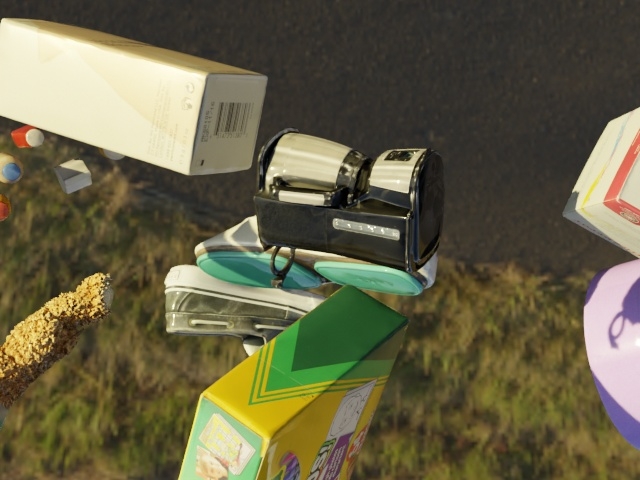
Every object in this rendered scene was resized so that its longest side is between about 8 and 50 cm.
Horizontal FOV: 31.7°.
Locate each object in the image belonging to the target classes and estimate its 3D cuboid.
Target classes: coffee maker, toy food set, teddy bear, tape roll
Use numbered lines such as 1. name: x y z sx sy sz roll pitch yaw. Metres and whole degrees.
1. coffee maker: 0.035 -0.026 1.171 0.178 0.120 0.171 12 138 23
2. toy food set: -0.383 -0.113 1.606 0.232 0.111 0.104 -24 -164 -18
3. teddy bear: -0.516 0.172 2.073 0.338 0.245 0.113 -40 104 0
4. tape roll: 0.485 0.162 1.624 0.090 0.275 0.275 -19 145 36

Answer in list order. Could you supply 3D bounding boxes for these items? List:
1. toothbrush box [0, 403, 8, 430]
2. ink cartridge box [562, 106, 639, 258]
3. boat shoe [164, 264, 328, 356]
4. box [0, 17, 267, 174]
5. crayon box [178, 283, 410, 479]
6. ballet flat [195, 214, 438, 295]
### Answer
1. toothbrush box: -0.576 0.234 1.630 0.216 0.126 0.295 45 170 -9
2. ink cartridge box: 0.357 -0.057 1.177 0.128 0.127 0.176 29 174 -4
3. boat shoe: -0.092 0.131 1.751 0.335 0.119 0.121 14 166 -23
4. box: -0.238 -0.179 1.379 0.311 0.121 0.148 18 -165 23
5. crayon box: -0.052 0.274 1.378 0.106 0.313 0.363 30 124 19
6. ballet flat: 0.000 0.000 1.566 0.400 0.139 0.139 1 157 39
